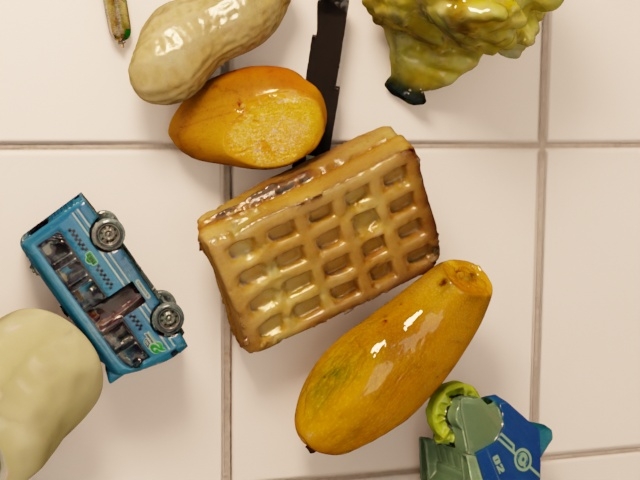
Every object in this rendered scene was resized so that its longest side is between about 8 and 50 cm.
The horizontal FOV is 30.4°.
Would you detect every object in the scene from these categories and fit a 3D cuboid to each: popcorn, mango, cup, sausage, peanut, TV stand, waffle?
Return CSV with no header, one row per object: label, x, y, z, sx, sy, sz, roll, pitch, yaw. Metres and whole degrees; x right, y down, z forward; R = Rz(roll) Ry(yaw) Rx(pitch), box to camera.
popcorn,0.202,-0.357,1.616,0.293,0.293,0.237,42,64,-18
mango,-0.100,-0.165,1.608,0.217,0.102,0.141,-11,106,0
cup,-0.421,0.173,1.474,0.255,0.202,0.173,46,125,-6
mango,0.106,0.170,1.679,0.359,0.187,0.144,-43,70,-4
sausage,-0.285,-0.390,1.559,0.033,0.033,0.269,-11,100,-17
peanut,-0.149,-0.286,1.578,0.274,0.125,0.111,-38,144,-17
TV stand,0.001,-0.214,1.668,0.040,0.049,0.256,8,95,-17
waffle,0.000,0.000,1.641,0.328,0.098,0.224,-26,122,-12

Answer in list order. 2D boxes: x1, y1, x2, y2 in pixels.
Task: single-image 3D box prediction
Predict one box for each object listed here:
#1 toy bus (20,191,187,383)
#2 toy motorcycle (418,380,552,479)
toy bus,-0.286,0.063,1.571,0.134,0.113,0.246,-34,104,-7
toy motorcycle,0.256,0.362,1.753,0.200,0.191,0.326,-7,97,-25
